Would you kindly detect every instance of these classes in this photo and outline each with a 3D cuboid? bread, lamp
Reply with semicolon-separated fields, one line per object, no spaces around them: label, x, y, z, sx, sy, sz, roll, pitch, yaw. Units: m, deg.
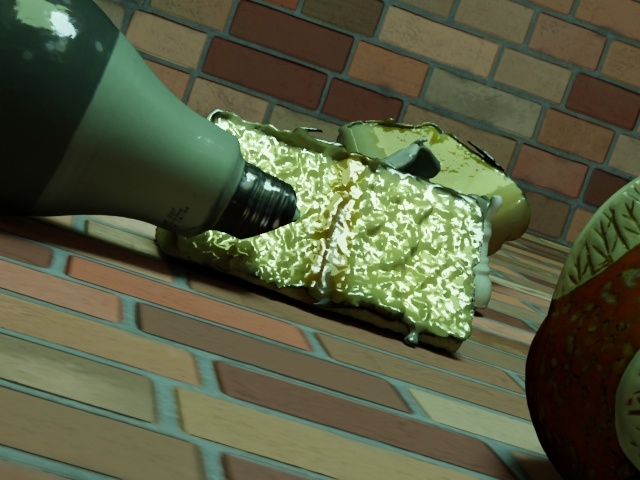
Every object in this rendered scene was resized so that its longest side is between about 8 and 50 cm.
bread;0.123;-0.049;1.903;0.261;0.156;0.158;37;-32;18
lamp;-0.181;-0.075;1.131;0.314;0.182;0.182;36;-3;-28
bread;0.000;0.000;1.256;0.266;0.178;0.142;21;-26;-10

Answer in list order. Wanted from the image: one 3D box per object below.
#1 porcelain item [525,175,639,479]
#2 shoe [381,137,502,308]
porcelain item;0.250;0.063;0.842;0.253;0.252;0.253;19;6;-2
shoe;0.061;-0.045;1.582;0.316;0.159;0.124;25;9;24
